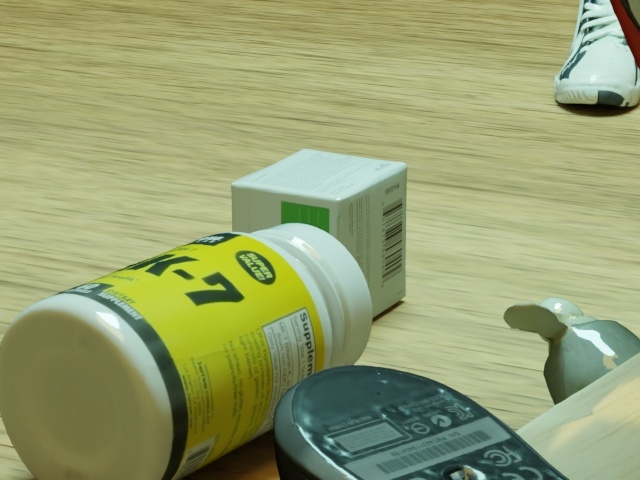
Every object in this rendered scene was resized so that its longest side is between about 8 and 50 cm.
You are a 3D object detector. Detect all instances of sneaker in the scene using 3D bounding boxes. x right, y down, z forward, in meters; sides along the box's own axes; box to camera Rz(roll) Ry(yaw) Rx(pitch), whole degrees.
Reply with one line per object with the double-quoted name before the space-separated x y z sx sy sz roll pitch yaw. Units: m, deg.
"sneaker" 0.301 -0.229 1.806 0.094 0.153 0.235 7 19 24

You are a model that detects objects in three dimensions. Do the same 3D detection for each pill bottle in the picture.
"pill bottle" -0.069 0.062 0.977 0.119 0.119 0.208 13 22 33

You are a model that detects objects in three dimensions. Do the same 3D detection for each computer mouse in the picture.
"computer mouse" 0.071 0.153 0.798 0.188 0.072 0.272 -10 33 -34

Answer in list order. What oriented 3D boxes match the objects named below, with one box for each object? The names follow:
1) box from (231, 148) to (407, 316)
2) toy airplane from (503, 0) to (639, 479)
"box" 0.000 0.000 1.189 0.087 0.101 0.102 10 21 29
"toy airplane" 0.301 0.007 0.920 0.386 0.384 0.272 11 -16 6
